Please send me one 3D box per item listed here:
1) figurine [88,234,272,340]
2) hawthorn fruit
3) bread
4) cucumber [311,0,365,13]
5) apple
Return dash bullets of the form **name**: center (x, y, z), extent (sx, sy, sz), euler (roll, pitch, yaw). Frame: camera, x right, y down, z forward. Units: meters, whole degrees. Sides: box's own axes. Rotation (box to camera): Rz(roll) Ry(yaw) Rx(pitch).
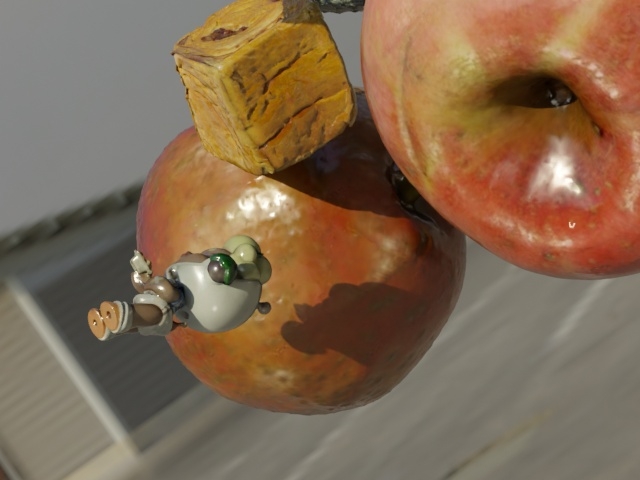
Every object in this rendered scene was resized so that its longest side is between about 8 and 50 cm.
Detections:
- **figurine**: center (-0.134, 0.047, 1.833), extent (0.197, 0.093, 0.147), euler (-3, -12, -37)
- **hawthorn fruit**: center (0.000, 0.000, 2.188), extent (0.403, 0.403, 0.403), euler (-35, 0, 0)
- **bread**: center (-0.060, -0.165, 1.939), extent (0.149, 0.143, 0.158), euler (-31, 31, -12)
- **cucumber**: center (-0.004, -0.340, 2.495), extent (0.072, 0.081, 0.303), euler (4, 3, -34)
- **apple**: center (0.215, -0.168, 1.502), extent (0.364, 0.364, 0.364), euler (-35, 0, 0)
